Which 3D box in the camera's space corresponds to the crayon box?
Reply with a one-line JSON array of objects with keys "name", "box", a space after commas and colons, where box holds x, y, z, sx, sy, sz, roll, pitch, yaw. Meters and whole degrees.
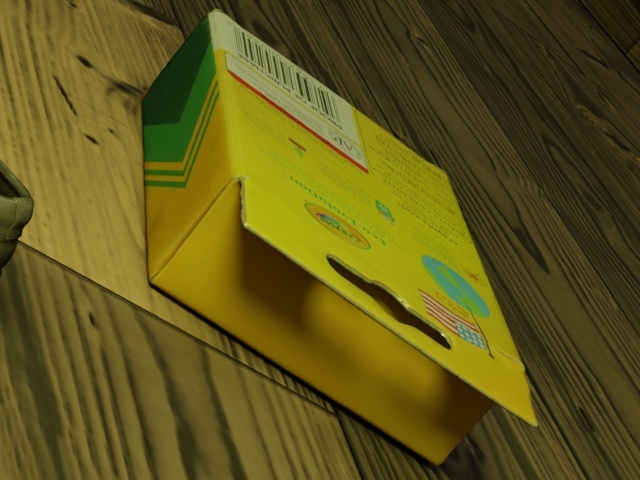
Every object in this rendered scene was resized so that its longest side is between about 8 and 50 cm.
[{"name": "crayon box", "box": [0.000, 0.000, 1.088, 0.202, 0.081, 0.318, 35, 17, -19]}]

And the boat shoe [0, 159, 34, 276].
[{"name": "boat shoe", "box": [-0.202, -0.063, 0.821, 0.228, 0.069, 0.081, 48, 18, 24]}]
